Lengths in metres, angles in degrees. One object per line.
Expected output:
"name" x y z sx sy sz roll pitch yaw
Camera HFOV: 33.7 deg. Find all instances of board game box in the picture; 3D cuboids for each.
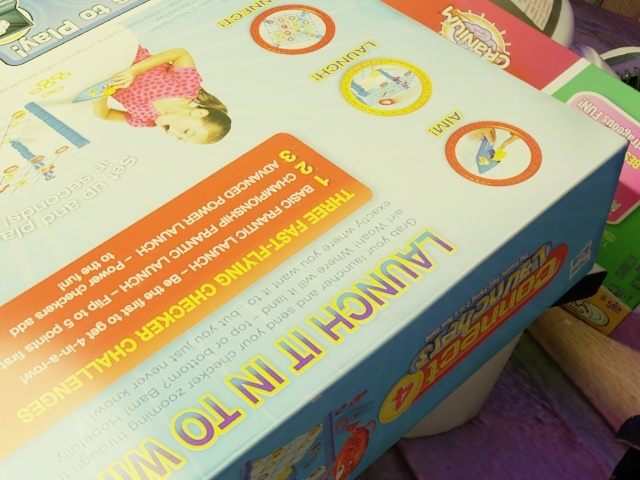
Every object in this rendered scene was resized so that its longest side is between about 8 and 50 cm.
"board game box" -0.076 -0.017 0.492 0.308 0.086 0.302 -35 56 -28
"board game box" 0.128 -0.073 0.798 0.316 0.064 0.242 34 -17 13

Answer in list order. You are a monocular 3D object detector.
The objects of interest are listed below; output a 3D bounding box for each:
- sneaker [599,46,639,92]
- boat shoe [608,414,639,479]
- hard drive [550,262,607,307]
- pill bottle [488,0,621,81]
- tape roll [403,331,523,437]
"sneaker" 0.317 -0.150 1.192 0.226 0.086 0.163 -6 30 1
"boat shoe" 0.290 0.195 0.530 0.158 0.127 0.340 -3 26 -36
"hard drive" 0.094 -0.005 0.630 0.135 0.022 0.094 38 27 30
"pill bottle" 0.104 -0.205 0.993 0.363 0.210 0.210 37 17 -22
"tape roll" 0.000 0.000 0.689 0.286 0.100 0.286 19 24 -9
